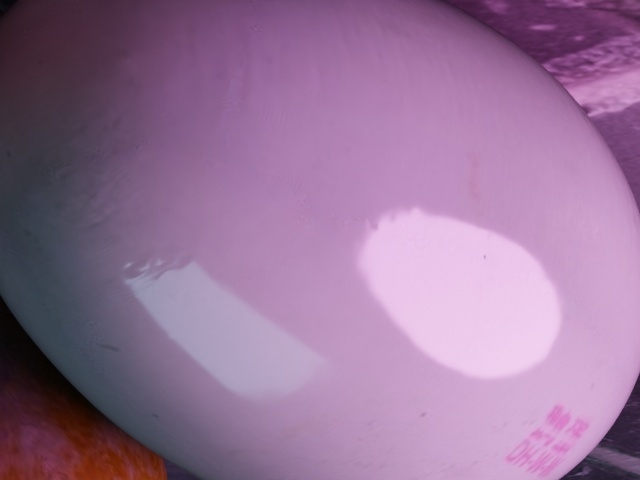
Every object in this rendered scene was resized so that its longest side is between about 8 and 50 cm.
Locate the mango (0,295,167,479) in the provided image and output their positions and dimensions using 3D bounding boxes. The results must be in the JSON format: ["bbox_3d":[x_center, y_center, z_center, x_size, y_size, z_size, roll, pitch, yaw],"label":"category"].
[{"bbox_3d":[-0.235,0.064,0.902,0.384,0.221,0.199,37,130,8],"label":"mango"}]

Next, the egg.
[{"bbox_3d":[0.000,0.000,0.844,0.230,0.230,0.371,-15,153,34],"label":"egg"}]
